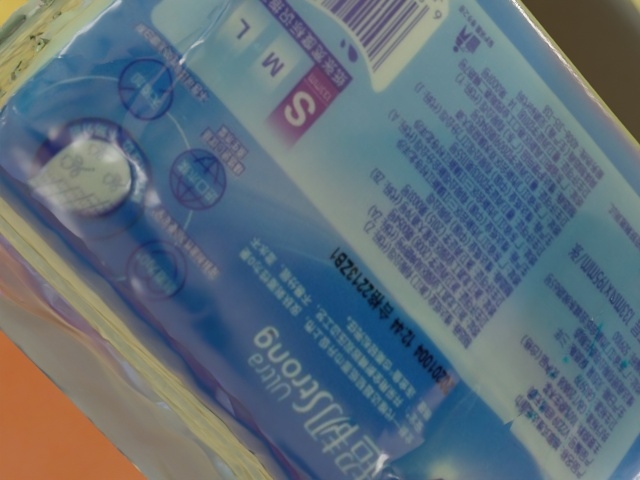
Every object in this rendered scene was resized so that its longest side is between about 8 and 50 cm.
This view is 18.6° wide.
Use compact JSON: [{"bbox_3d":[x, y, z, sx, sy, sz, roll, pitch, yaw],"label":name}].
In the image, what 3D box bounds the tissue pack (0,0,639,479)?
[{"bbox_3d":[0.000,0.000,0.714,0.263,0.146,0.198,48,64,-17],"label":"tissue pack"}]
